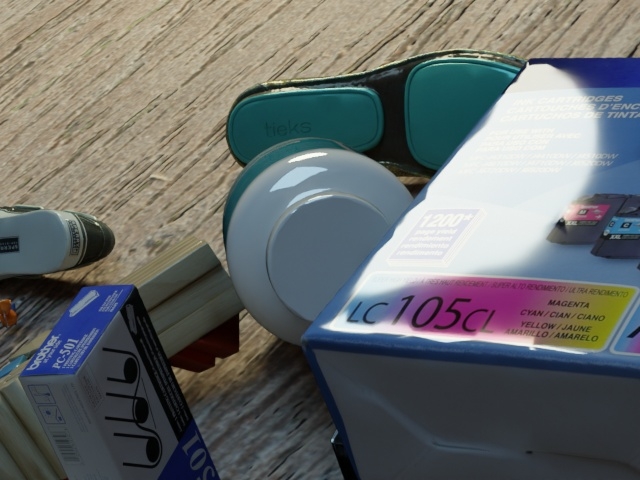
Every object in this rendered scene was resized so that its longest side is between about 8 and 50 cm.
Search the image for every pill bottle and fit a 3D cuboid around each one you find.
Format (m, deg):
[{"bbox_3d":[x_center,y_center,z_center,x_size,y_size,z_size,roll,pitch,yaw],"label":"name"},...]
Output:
[{"bbox_3d":[0.000,0.000,1.296,0.146,0.146,0.264,-20,7,-1],"label":"pill bottle"}]

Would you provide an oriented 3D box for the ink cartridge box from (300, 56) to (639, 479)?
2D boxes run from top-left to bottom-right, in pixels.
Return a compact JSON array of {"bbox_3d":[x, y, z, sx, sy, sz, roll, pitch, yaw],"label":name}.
[{"bbox_3d":[0.208,0.008,1.092,0.270,0.151,0.395,3,35,34],"label":"ink cartridge box"}]

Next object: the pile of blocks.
[{"bbox_3d":[-0.191,0.133,1.323,0.362,0.112,0.149,-38,10,-31],"label":"pile of blocks"}]

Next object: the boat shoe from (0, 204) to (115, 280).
[{"bbox_3d":[-0.286,0.004,1.622,0.219,0.077,0.070,3,2,39],"label":"boat shoe"}]

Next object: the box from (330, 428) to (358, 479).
[{"bbox_3d":[0.186,0.072,1.218,0.257,0.079,0.322,0,35,28],"label":"box"}]

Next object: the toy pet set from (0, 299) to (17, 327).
[{"bbox_3d":[-0.321,0.101,1.509,0.122,0.065,0.114,-19,-5,-6],"label":"toy pet set"}]

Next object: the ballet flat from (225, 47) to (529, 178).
[{"bbox_3d":[0.085,-0.107,1.555,0.349,0.123,0.123,-2,34,25],"label":"ballet flat"}]

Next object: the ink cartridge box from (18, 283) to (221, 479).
[{"bbox_3d":[-0.125,0.140,1.154,0.046,0.207,0.097,-4,33,26],"label":"ink cartridge box"}]
